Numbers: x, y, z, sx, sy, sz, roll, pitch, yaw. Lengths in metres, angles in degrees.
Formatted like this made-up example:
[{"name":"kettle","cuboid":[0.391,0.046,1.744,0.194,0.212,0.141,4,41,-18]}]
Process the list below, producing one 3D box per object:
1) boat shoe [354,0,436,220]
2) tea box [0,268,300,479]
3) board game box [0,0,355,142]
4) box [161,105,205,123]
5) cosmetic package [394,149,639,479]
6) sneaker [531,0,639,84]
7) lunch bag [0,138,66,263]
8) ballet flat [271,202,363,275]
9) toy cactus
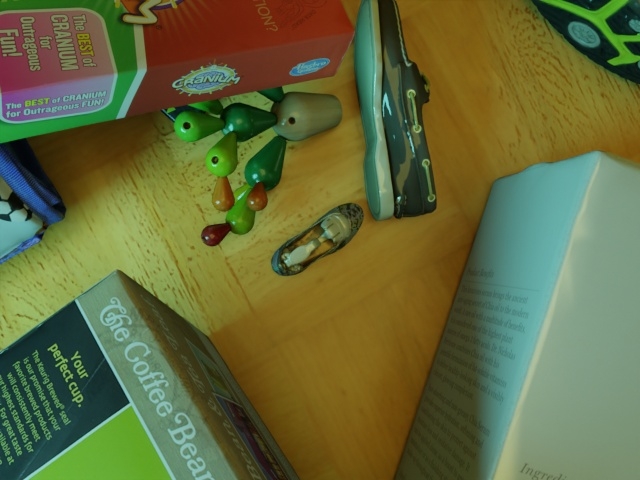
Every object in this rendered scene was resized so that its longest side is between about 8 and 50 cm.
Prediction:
[{"name":"boat shoe","cuboid":[0.078,-0.136,0.689,0.068,0.081,0.228,-6,96,-8]},{"name":"tea box","cuboid":[-0.171,0.265,0.526,0.323,0.220,0.329,-36,66,-4]},{"name":"board game box","cuboid":[-0.162,-0.220,0.537,0.316,0.064,0.242,-18,75,-23]},{"name":"box","cuboid":[-0.129,-0.210,0.693,0.116,0.029,0.162,41,84,-4]},{"name":"cosmetic package","cuboid":[0.198,0.167,0.617,0.161,0.230,0.454,19,88,-5]},{"name":"sneaker","cuboid":[0.278,-0.309,0.678,0.384,0.145,0.147,41,86,-5]},{"name":"lunch bag","cuboid":[-0.458,-0.095,0.564,0.327,0.239,0.386,-31,108,-6]},{"name":"ballet flat","cuboid":[0.000,0.000,0.695,0.114,0.041,0.041,-35,92,-5]},{"name":"toy cactus","cuboid":[-0.064,-0.114,0.663,0.180,0.112,0.219,-15,102,-34]}]
